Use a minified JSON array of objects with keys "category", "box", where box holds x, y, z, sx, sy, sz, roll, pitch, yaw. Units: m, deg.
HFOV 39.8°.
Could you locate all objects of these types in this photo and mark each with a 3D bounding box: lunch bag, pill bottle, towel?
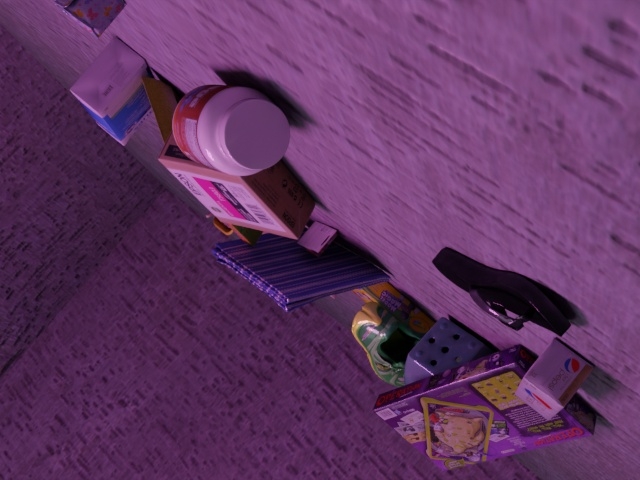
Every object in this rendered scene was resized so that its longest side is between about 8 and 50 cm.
[{"category":"lunch bag","box":[-0.345,-0.355,1.310,0.083,0.071,0.053,39,174,7]},{"category":"pill bottle","box":[-0.123,-0.154,1.225,0.121,0.121,0.216,43,172,-25]},{"category":"towel","box":[-0.049,0.051,1.809,0.336,0.243,0.040,30,127,53]}]

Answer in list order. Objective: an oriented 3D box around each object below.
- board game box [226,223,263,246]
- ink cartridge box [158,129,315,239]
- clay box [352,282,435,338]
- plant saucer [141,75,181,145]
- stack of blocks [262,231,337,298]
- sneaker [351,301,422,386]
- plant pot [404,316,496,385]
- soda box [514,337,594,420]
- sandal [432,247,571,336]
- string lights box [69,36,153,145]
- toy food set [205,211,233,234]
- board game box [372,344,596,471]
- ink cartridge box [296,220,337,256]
[{"category":"board game box","box":[-0.168,-0.099,1.769,0.039,0.124,0.259,24,166,31]},{"category":"ink cartridge box","box":[-0.146,-0.105,1.587,0.193,0.088,0.235,12,159,33]},{"category":"clay box","box":[0.160,0.146,1.914,0.222,0.053,0.127,41,171,-9]},{"category":"plant saucer","box":[-0.267,-0.208,1.699,0.188,0.045,0.188,59,-171,-71]},{"category":"stack of blocks","box":[-0.036,0.039,2.109,0.171,0.087,0.297,44,172,-31]},{"category":"sneaker","box":[0.163,0.244,1.866,0.123,0.109,0.295,33,169,43]},{"category":"plant pot","box":[0.264,0.263,1.714,0.165,0.165,0.234,34,163,37]},{"category":"soda box","box":[0.338,0.207,1.294,0.069,0.074,0.216,37,173,17]},{"category":"sandal","box":[0.226,0.078,1.136,0.097,0.054,0.254,43,172,-26]},{"category":"string lights box","box":[-0.394,-0.285,1.738,0.076,0.133,0.260,39,172,2]},{"category":"toy food set","box":[-0.204,-0.083,2.145,0.218,0.128,0.071,32,142,55]},{"category":"board game box","box":[0.281,0.306,1.562,0.208,0.056,0.347,45,136,-15]},{"category":"ink cartridge box","box":[0.000,0.000,1.780,0.029,0.063,0.115,44,172,-24]}]
